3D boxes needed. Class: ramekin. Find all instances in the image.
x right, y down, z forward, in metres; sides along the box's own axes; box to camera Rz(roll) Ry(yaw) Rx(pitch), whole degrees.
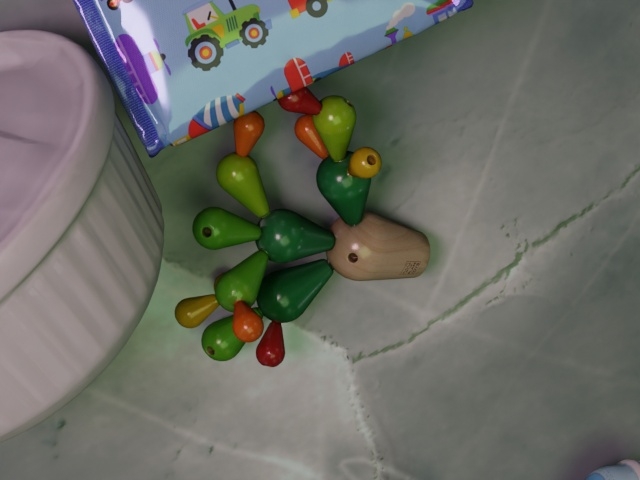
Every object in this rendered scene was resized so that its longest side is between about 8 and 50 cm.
[{"bbox_3d":[-0.217,0.008,1.048,0.273,0.273,0.127,-35,127,2],"label":"ramekin"}]

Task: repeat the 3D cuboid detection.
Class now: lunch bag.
[{"bbox_3d":[-0.072,-0.235,1.069,0.221,0.138,0.293,-26,104,-3],"label":"lunch bag"}]

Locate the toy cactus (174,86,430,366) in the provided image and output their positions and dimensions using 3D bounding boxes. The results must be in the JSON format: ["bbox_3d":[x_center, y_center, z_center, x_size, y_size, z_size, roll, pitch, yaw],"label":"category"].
[{"bbox_3d":[0.000,0.000,1.186,0.181,0.112,0.219,8,110,-33],"label":"toy cactus"}]

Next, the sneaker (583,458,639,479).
[{"bbox_3d":[0.128,0.296,1.328,0.208,0.127,0.319,17,106,-22],"label":"sneaker"}]
